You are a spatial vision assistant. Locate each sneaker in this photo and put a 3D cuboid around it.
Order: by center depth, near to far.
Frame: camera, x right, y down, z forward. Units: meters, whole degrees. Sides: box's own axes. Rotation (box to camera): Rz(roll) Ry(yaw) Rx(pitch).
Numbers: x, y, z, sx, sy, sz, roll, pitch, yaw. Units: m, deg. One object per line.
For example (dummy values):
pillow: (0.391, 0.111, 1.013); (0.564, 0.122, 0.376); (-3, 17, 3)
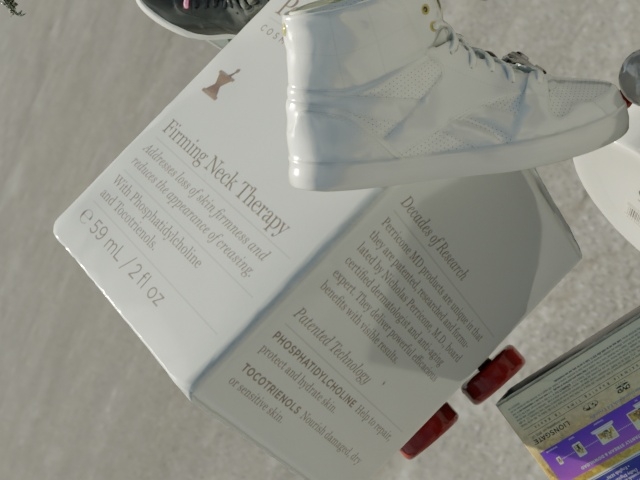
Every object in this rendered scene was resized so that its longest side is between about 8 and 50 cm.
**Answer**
sneaker: (0.112, -0.142, 0.903); (0.108, 0.293, 0.169); (-138, 41, -68)
sneaker: (-0.115, -0.338, 1.549); (0.147, 0.296, 0.104); (94, -168, -71)

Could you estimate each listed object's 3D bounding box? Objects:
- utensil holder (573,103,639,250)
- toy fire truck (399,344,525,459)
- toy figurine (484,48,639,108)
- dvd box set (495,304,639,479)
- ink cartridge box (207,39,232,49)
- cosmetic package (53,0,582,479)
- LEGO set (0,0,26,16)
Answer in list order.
utensil holder: (0.610, -0.164, 1.649); (0.385, 0.327, 0.327); (-42, 26, -8)
toy fire truck: (0.154, 0.167, 1.545); (0.302, 0.169, 0.254); (-39, -10, -8)
toy figurine: (0.261, -0.230, 1.153); (0.148, 0.213, 0.209); (-47, -47, -67)
dvd box set: (0.431, 0.262, 1.201); (0.308, 0.420, 0.062); (-40, -6, 29)
ink cartridge box: (-0.100, -0.411, 1.836); (0.239, 0.275, 0.060); (-59, 19, 4)
cosmetic package: (0.000, 0.000, 1.239); (0.393, 0.327, 0.329); (-47, 47, -3)
LEGO set: (-0.522, -0.397, 1.881); (0.023, 0.054, 0.083); (-43, 66, -2)
